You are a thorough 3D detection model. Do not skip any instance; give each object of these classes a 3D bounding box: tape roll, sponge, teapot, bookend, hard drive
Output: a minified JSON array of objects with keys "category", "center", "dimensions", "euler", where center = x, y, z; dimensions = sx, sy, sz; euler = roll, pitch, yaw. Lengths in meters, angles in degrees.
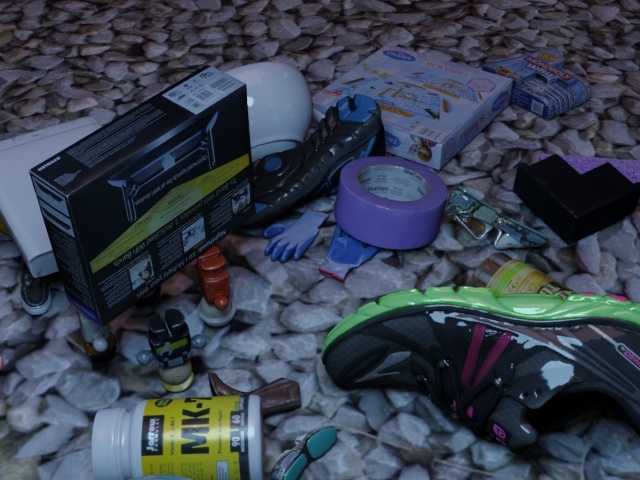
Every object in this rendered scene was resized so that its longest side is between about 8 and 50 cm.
[{"category":"tape roll","center":[0.122,-0.068,1.576],"dimensions":[0.189,0.080,0.189],"euler":[6,32,-4]},{"category":"sponge","center":[0.520,-0.115,1.692],"dimensions":[0.210,0.031,0.117],"euler":[4,38,6]},{"category":"teapot","center":[-0.114,-0.208,1.701],"dimensions":[0.256,0.252,0.187],"euler":[-19,80,7]},{"category":"bookend","center":[0.455,-0.093,1.604],"dimensions":[0.156,0.072,0.157],"euler":[-25,53,-20]},{"category":"hard drive","center":[-0.430,-0.088,1.525],"dimensions":[0.233,0.047,0.353],"euler":[-21,43,-23]}]

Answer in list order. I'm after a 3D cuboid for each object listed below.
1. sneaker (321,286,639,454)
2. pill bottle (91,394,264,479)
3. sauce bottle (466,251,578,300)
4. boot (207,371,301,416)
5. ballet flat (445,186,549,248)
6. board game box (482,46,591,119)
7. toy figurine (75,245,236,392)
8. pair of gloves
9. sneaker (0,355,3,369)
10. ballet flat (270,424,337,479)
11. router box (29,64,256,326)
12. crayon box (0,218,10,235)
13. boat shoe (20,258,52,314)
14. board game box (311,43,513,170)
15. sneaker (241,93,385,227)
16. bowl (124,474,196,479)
[{"category":"sneaker","center":[0.219,0.175,1.192],"dimensions":[0.483,0.185,0.202],"euler":[-2,68,23]},{"category":"pill bottle","center":[-0.178,0.261,1.153],"dimensions":[0.209,0.119,0.119],"euler":[-3,38,-2]},{"category":"sauce bottle","center":[0.372,0.135,1.312],"dimensions":[0.111,0.111,0.344],"euler":[-32,47,-33]},{"category":"boot","center":[-0.092,0.211,1.280],"dimensions":[0.114,0.037,0.106],"euler":[-21,56,-19]},{"category":"ballet flat","center":[0.297,-0.022,1.547],"dimensions":[0.188,0.070,0.070],"euler":[30,43,4]},{"category":"board game box","center":[0.490,-0.355,1.976],"dimensions":[0.194,0.060,0.194],"euler":[-28,46,-29]},{"category":"toy figurine","center":[-0.247,0.103,1.345],"dimensions":[0.213,0.148,0.209],"euler":[13,46,14]},{"category":"pair of gloves","center":[0.000,0.000,1.561],"dimensions":[0.198,0.023,0.159],"euler":[19,42,21]},{"category":"sneaker","center":[-0.535,0.143,1.351],"dimensions":[0.094,0.081,0.208],"euler":[-15,47,-29]},{"category":"ballet flat","center":[-0.026,0.279,1.194],"dimensions":[0.041,0.041,0.114],"euler":[26,44,29]},{"category":"router box","center":[-0.226,-0.063,1.236],"dimensions":[0.081,0.242,0.309],"euler":[31,52,28]},{"category":"crayon box","center":[-0.433,-0.061,1.596],"dimensions":[0.323,0.083,0.203],"euler":[23,44,28]},{"category":"boat shoe","center":[-0.469,0.065,1.469],"dimensions":[0.049,0.040,0.142],"euler":[-11,39,-14]},{"category":"board game box","center":[0.190,-0.291,1.892],"dimensions":[0.319,0.065,0.318],"euler":[23,44,28]},{"category":"sneaker","center":[-0.013,-0.114,1.634],"dimensions":[0.341,0.139,0.125],"euler":[-36,50,-10]},{"category":"bowl","center":[-0.180,0.377,0.971],"dimensions":[0.312,0.163,0.311],"euler":[0,37,0]}]
